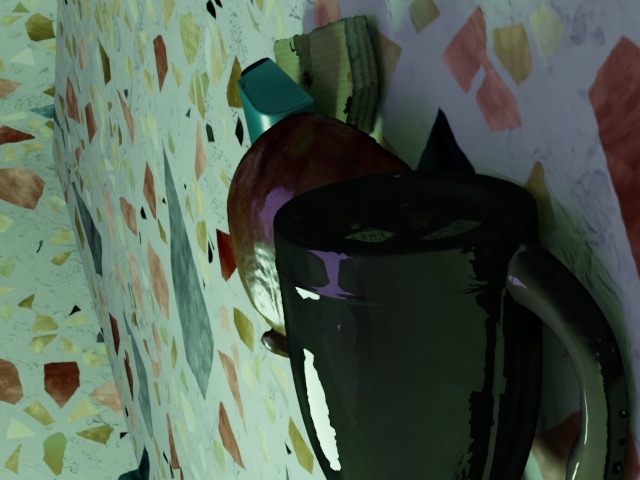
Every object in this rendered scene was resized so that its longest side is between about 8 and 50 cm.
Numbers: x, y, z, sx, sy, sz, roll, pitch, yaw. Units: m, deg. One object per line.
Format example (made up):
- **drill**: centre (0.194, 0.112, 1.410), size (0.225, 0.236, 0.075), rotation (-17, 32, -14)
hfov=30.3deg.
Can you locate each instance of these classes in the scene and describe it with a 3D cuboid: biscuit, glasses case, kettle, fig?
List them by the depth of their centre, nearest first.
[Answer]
- **kettle**: centre (0.118, 0.128, 1.037), size (0.321, 0.228, 0.324), rotation (9, 114, 34)
- **fig**: centre (0.007, -0.010, 1.239), size (0.224, 0.224, 0.263), rotation (-135, 35, -57)
- **biscuit**: centre (0.006, -0.178, 1.377), size (0.250, 0.046, 0.147), rotation (-177, 76, -70)
- **glasses case**: centre (-0.039, -0.064, 1.429), size (0.117, 0.070, 0.301), rotation (48, 159, 44)
